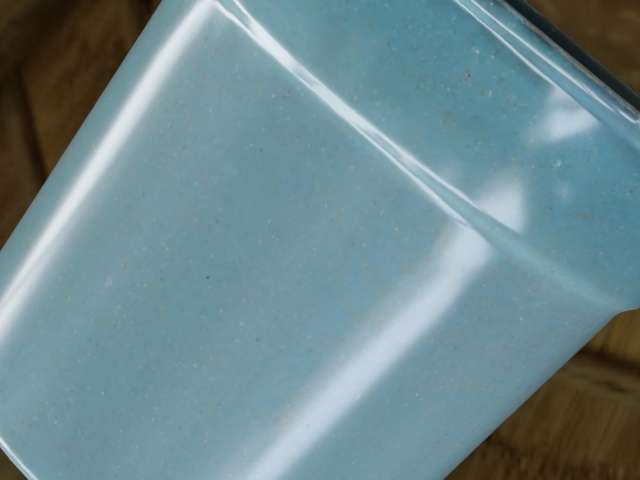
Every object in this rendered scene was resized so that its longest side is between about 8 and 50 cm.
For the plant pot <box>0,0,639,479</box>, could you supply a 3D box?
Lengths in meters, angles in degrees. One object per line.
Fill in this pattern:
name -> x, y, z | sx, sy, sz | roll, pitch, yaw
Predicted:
plant pot -> 0.000, 0.000, 0.994 | 0.341, 0.341, 0.334 | 45, -77, 29
